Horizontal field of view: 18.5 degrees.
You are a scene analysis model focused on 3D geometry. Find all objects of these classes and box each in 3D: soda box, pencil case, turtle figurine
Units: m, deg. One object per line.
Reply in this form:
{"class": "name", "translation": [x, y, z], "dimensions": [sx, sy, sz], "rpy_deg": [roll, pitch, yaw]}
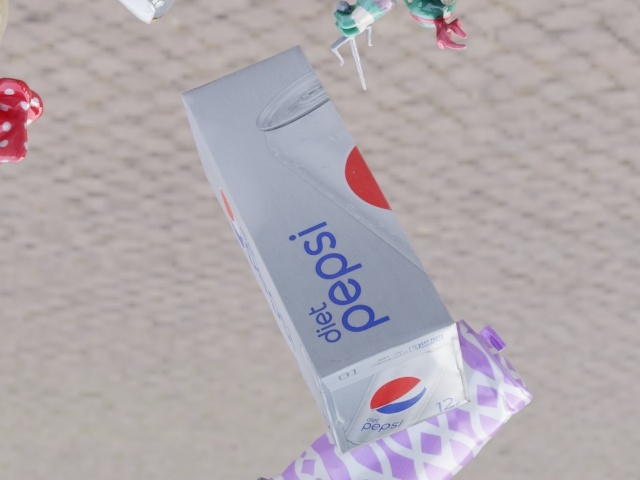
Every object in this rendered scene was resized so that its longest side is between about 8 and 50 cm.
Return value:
{"class": "soda box", "translation": [0.000, 0.000, 1.328], "dimensions": [0.098, 0.286, 0.091], "rpy_deg": [-22, 139, -6]}
{"class": "pencil case", "translation": [0.056, 0.145, 1.409], "dimensions": [0.206, 0.086, 0.088], "rpy_deg": [-39, -178, 4]}
{"class": "turtle figurine", "translation": [0.069, -0.240, 1.505], "dimensions": [0.118, 0.175, 0.234], "rpy_deg": [3, 130, 2]}

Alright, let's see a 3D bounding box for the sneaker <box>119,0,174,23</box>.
{"class": "sneaker", "translation": [-0.098, -0.227, 1.256], "dimensions": [0.083, 0.215, 0.084], "rpy_deg": [-24, 131, 29]}

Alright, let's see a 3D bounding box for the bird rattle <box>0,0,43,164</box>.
{"class": "bird rattle", "translation": [-0.311, -0.178, 1.569], "dimensions": [0.207, 0.254, 0.143], "rpy_deg": [15, -156, -2]}
